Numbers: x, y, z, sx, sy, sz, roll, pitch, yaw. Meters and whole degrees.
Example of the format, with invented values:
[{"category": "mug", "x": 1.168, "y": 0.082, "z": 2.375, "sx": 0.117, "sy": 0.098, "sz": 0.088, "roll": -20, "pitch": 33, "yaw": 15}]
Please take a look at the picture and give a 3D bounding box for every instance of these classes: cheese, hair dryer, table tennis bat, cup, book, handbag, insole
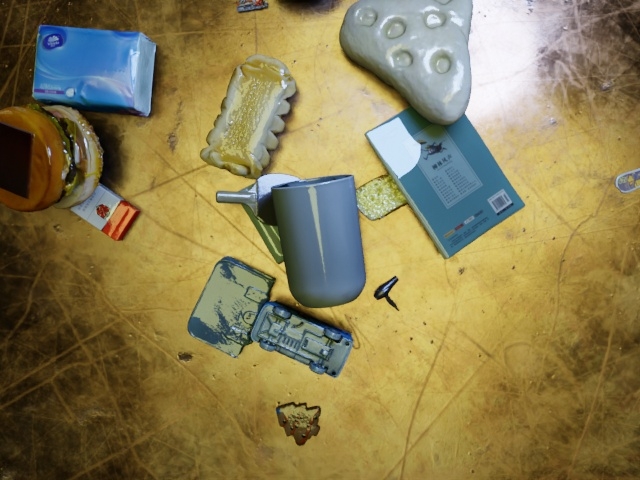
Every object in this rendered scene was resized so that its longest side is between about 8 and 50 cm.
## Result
[{"category": "cheese", "x": 0.204, "y": -0.450, "z": 1.736, "sx": 0.329, "sy": 0.129, "sz": 0.350, "roll": 2, "pitch": 78, "yaw": 8}, {"category": "hair dryer", "x": 0.188, "y": 0.144, "z": 1.840, "sx": 0.079, "sy": 0.031, "sz": 0.083, "roll": -40, "pitch": 103, "yaw": -4}, {"category": "table tennis bat", "x": -0.144, "y": -0.106, "z": 1.813, "sx": 0.247, "sy": 0.022, "sz": 0.138, "roll": 1, "pitch": 83, "yaw": -15}, {"category": "cup", "x": 0.000, "y": 0.000, "z": 1.743, "sx": 0.206, "sy": 0.205, "sz": 0.311, "roll": -7, "pitch": 99, "yaw": 4}, {"category": "book", "x": 0.314, "y": -0.177, "z": 1.775, "sx": 0.264, "sy": 0.031, "sz": 0.379, "roll": -32, "pitch": 89, "yaw": -14}, {"category": "handbag", "x": -0.229, "y": 0.174, "z": 1.849, "sx": 0.179, "sy": 0.062, "sz": 0.229, "roll": 27, "pitch": 94, "yaw": 3}, {"category": "insole", "x": 0.841, "y": -0.171, "z": 1.786, "sx": 0.197, "sy": 0.004, "sz": 0.065, "roll": -18, "pitch": 91, "yaw": 4}]

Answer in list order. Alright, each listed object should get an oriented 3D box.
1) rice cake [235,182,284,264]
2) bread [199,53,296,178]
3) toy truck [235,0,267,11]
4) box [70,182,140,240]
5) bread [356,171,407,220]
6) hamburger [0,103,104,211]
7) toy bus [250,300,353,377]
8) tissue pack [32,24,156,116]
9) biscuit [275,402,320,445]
[{"category": "rice cake", "x": -0.136, "y": -0.050, "z": 1.844, "sx": 0.080, "sy": 0.042, "sz": 0.221, "roll": -32, "pitch": 89, "yaw": 6}, {"category": "bread", "x": -0.171, "y": -0.313, "z": 1.795, "sx": 0.173, "sy": 0.121, "sz": 0.311, "roll": 24, "pitch": 94, "yaw": 5}, {"category": "toy truck", "x": -0.179, "y": -0.615, "z": 1.834, "sx": 0.083, "sy": 0.024, "sz": 0.031, "roll": -10, "pitch": 114, "yaw": 6}, {"category": "box", "x": -0.570, "y": -0.080, "z": 1.874, "sx": 0.152, "sy": 0.048, "sz": 0.100, "roll": 34, "pitch": 96, "yaw": 0}, {"category": "bread", "x": 0.168, "y": -0.118, "z": 1.808, "sx": 0.188, "sy": 0.065, "sz": 0.103, "roll": -30, "pitch": 89, "yaw": 2}, {"category": "hamburger", "x": -0.685, "y": -0.210, "z": 1.764, "sx": 0.291, "sy": 0.225, "sz": 0.290, "roll": 7, "pitch": 104, "yaw": 30}, {"category": "toy bus", "x": -0.045, "y": 0.246, "z": 1.802, "sx": 0.247, "sy": 0.134, "sz": 0.113, "roll": 24, "pitch": 96, "yaw": 2}, {"category": "tissue pack", "x": -0.576, "y": -0.433, "z": 1.809, "sx": 0.264, "sy": 0.146, "sz": 0.198, "roll": 6, "pitch": 92, "yaw": 4}, {"category": "biscuit", "x": -0.063, "y": 0.477, "z": 1.869, "sx": 0.130, "sy": 0.019, "sz": 0.119, "roll": 26, "pitch": 94, "yaw": 3}]
